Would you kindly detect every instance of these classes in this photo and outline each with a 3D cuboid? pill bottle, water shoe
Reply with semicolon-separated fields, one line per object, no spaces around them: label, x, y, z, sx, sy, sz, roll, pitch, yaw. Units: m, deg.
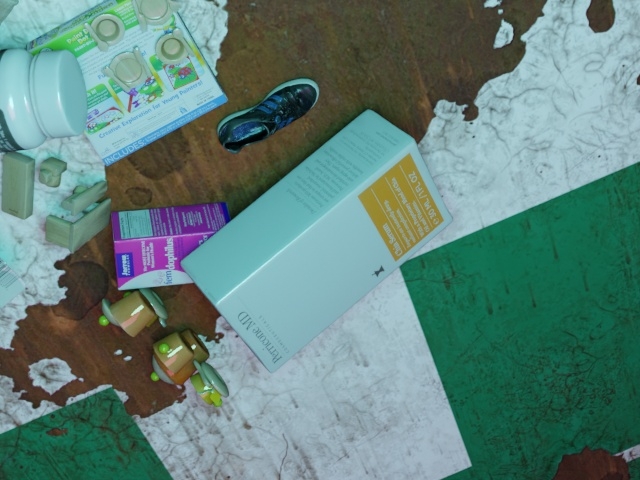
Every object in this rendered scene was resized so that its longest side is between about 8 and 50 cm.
pill bottle;-0.525;-0.217;1.555;0.283;0.161;0.161;-5;125;5
water shoe;-0.087;-0.216;1.766;0.203;0.080;0.073;-29;126;4

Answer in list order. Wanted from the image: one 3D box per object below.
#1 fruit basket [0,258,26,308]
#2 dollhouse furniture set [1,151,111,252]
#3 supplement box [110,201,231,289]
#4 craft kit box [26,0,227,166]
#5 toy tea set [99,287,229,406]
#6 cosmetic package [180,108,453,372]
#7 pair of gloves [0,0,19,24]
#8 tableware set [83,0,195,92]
fruit basket;-0.757;0.056;1.733;0.327;0.165;0.353;-41;103;3
dollhouse furniture set;-0.473;-0.089;1.773;0.151;0.123;0.144;20;121;13
supplement box;-0.277;0.009;1.842;0.219;0.114;0.111;-5;123;-11
craft kit box;-0.324;-0.285;1.671;0.249;0.061;0.247;-27;128;3
toy tea set;-0.323;0.208;1.907;0.124;0.200;0.336;-38;125;0
cosmetic package;0.000;0.000;1.804;0.453;0.161;0.230;-40;132;-7
pair of gloves;-0.605;-0.349;1.499;0.240;0.042;0.204;7;153;-35
tableware set;-0.293;-0.328;1.607;0.168;0.020;0.141;-27;125;3
